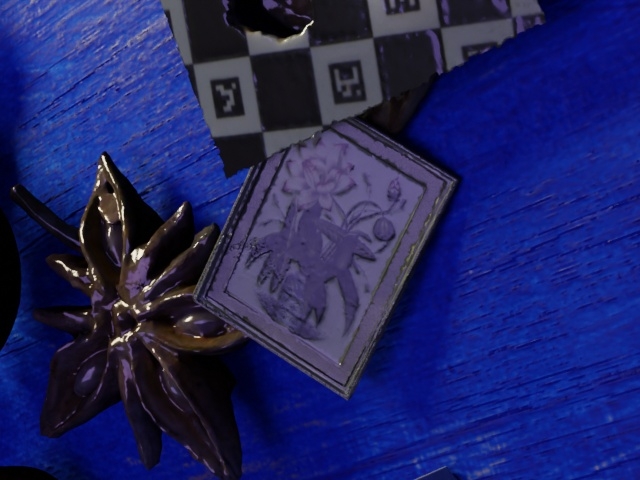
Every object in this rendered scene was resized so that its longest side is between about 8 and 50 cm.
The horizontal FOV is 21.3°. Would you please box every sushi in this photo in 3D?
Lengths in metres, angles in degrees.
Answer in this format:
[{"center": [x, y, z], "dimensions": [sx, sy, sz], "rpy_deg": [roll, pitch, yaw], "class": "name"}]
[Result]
[{"center": [0.003, -0.257, 1.348], "dimensions": [0.339, 0.068, 0.320], "rpy_deg": [-24, 87, 39], "class": "sushi"}]

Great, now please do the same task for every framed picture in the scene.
[{"center": [0.000, 0.000, 1.436], "dimensions": [0.173, 0.010, 0.231], "rpy_deg": [31, 115, 15], "class": "framed picture"}]

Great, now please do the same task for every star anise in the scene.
[{"center": [-0.166, 0.067, 1.602], "dimensions": [0.349, 0.109, 0.292], "rpy_deg": [5, 84, 32], "class": "star anise"}]

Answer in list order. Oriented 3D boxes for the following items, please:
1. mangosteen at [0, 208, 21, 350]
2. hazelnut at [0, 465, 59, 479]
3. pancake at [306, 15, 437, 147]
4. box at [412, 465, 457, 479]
[{"center": [-0.436, 0.047, 1.704], "dimensions": [0.297, 0.297, 0.313], "rpy_deg": [37, 167, 31], "class": "mangosteen"}, {"center": [-0.331, 0.341, 1.801], "dimensions": [0.208, 0.208, 0.208], "rpy_deg": [14, 111, 41], "class": "hazelnut"}, {"center": [0.004, -0.187, 1.417], "dimensions": [0.250, 0.031, 0.250], "rpy_deg": [12, 109, 39], "class": "pancake"}, {"center": [0.103, 0.283, 1.439], "dimensions": [0.130, 0.051, 0.129], "rpy_deg": [50, 131, 22], "class": "box"}]
